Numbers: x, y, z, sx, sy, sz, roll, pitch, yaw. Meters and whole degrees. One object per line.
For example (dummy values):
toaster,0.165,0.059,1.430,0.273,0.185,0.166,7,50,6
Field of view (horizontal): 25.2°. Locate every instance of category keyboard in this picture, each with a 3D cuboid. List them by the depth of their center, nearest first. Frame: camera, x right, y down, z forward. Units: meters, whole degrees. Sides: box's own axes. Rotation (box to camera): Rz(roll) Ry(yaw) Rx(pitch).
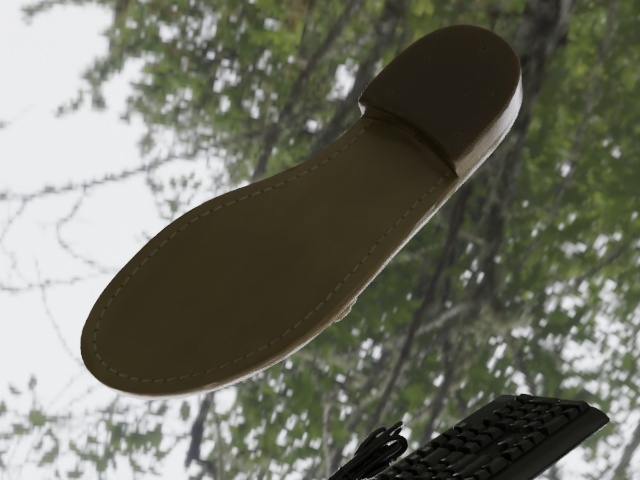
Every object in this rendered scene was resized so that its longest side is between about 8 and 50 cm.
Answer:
keyboard,0.040,0.178,0.995,0.317,0.201,0.033,-25,-80,-39

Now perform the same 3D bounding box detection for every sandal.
sandal,0.004,0.004,0.660,0.240,0.079,0.088,-41,-119,-12
